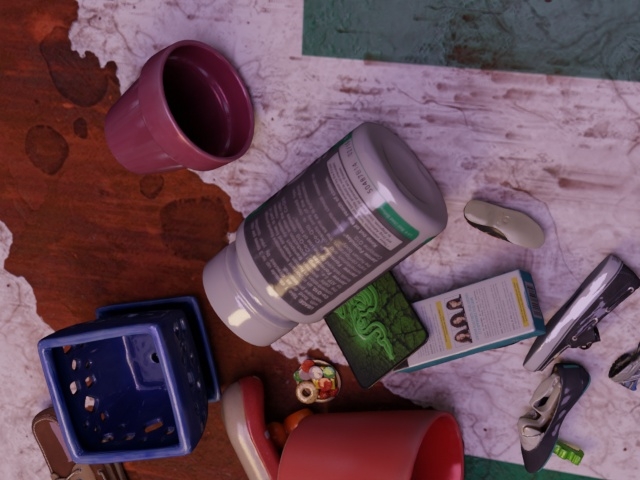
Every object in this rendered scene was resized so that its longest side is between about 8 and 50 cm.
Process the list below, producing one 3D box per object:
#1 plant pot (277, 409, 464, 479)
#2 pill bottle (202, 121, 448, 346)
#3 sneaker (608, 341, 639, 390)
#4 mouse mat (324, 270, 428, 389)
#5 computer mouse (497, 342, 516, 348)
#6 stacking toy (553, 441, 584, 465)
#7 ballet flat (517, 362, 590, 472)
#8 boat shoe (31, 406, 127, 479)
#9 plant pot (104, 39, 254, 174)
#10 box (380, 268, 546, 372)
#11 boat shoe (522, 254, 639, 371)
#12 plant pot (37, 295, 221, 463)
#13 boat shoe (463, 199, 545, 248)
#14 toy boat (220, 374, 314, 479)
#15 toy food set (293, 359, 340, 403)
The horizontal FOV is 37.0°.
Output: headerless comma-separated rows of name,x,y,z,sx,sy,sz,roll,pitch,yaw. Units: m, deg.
plant pot,0.079,0.396,1.567,0.243,0.275,0.275,4,108,27
pill bottle,0.000,0.000,1.484,0.361,0.204,0.204,-38,94,22
sneaker,0.514,0.184,1.481,0.058,0.052,0.135,40,121,-9
mouse mat,0.080,0.127,1.555,0.152,0.007,0.189,-43,59,23
computer mouse,0.239,0.150,1.554,0.242,0.041,0.071,-16,77,28
stacking toy,0.450,0.440,1.578,0.221,0.052,0.167,25,110,10
ballet flat,0.357,0.281,1.538,0.074,0.074,0.203,26,108,7
boat shoe,-0.440,0.460,1.804,0.123,0.116,0.324,-33,95,23
plant pot,-0.235,-0.191,1.511,0.180,0.201,0.201,-19,101,37
box,0.221,0.131,1.505,0.244,0.060,0.100,-20,71,27
boat shoe,0.406,0.128,1.479,0.076,0.080,0.228,37,106,4
plant pot,-0.309,0.225,1.641,0.236,0.212,0.236,-9,105,19
boat shoe,0.285,-0.025,1.483,0.133,0.042,0.049,23,87,7
toy boat,-0.077,0.337,1.666,0.151,0.151,0.231,-26,100,-9
toy food set,-0.006,0.244,1.662,0.083,0.020,0.082,-1,106,17
